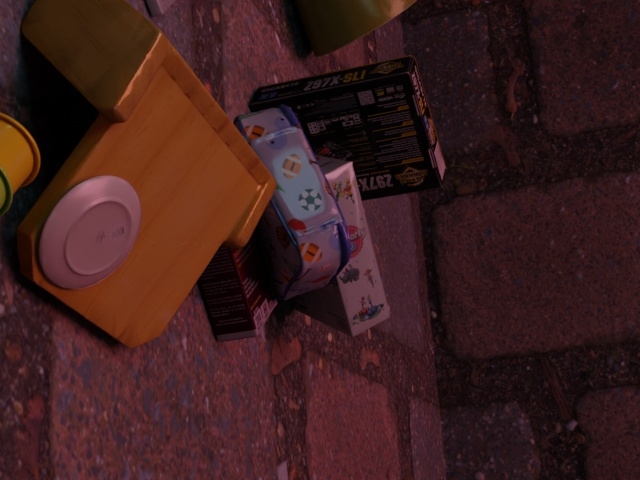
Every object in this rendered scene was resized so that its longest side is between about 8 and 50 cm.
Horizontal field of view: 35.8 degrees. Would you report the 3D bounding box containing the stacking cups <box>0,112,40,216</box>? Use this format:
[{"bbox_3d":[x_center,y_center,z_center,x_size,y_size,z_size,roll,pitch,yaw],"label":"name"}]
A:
[{"bbox_3d":[-0.366,-0.007,0.897,0.316,0.096,0.096,-69,145,-53],"label":"stacking cups"}]

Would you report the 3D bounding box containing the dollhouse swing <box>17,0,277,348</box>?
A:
[{"bbox_3d":[-0.273,-0.097,1.273,0.315,0.305,0.347,42,-5,33],"label":"dollhouse swing"}]

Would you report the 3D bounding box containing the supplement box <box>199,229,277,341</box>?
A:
[{"bbox_3d":[-0.146,0.025,1.581,0.130,0.073,0.239,-61,137,-66],"label":"supplement box"}]

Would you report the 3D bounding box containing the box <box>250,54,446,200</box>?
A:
[{"bbox_3d":[0.055,-0.200,1.918,0.079,0.322,0.257,-74,149,-51],"label":"box"}]

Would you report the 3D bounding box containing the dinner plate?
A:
[{"bbox_3d":[-0.253,-0.006,1.116,0.141,0.017,0.141,-36,142,-35],"label":"dinner plate"}]

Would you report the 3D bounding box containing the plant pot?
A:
[{"bbox_3d":[0.034,-0.611,2.234,0.293,0.275,0.275,59,23,-15],"label":"plant pot"}]

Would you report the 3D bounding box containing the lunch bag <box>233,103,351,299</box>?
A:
[{"bbox_3d":[-0.063,-0.064,1.623,0.243,0.115,0.303,120,-50,-69],"label":"lunch bag"}]

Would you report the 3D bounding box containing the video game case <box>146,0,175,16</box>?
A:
[{"bbox_3d":[-0.265,-0.482,1.558,0.193,0.023,0.212,-71,146,-56],"label":"video game case"}]

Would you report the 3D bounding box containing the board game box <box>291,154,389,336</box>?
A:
[{"bbox_3d":[0.000,0.000,1.817,0.098,0.224,0.303,-26,113,-25],"label":"board game box"}]
